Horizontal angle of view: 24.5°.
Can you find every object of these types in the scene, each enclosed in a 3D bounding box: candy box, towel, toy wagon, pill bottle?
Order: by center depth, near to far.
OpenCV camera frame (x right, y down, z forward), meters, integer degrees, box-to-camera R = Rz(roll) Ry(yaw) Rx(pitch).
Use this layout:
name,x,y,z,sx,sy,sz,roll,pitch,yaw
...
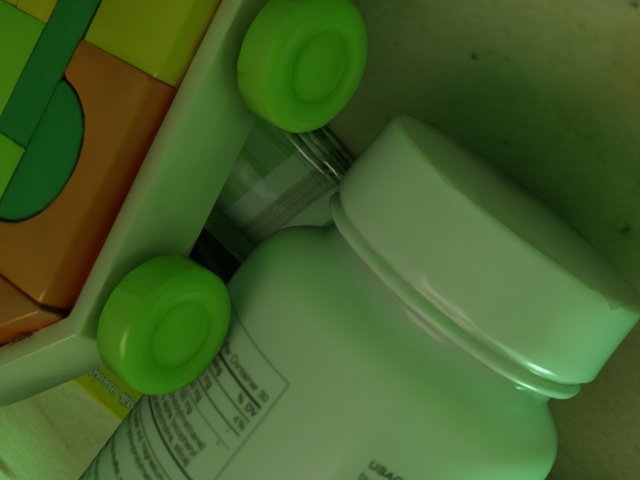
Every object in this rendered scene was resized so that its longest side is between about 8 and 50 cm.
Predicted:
name,x,y,z,sx,sy,sz,roll,pitch,yaw
toy wagon,-0.137,-0.033,0.646,0.267,0.344,0.068,31,-175,39
pill bottle,0.001,0.095,0.650,0.160,0.160,0.283,40,104,7
towel,0.000,0.000,0.778,0.152,0.023,0.113,47,144,-3
candy box,-0.094,0.106,0.885,0.105,0.027,0.206,36,173,32

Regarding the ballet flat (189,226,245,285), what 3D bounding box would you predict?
name,x,y,z,sx,sy,sz,roll,pitch,yaw
ballet flat,-0.104,0.005,0.817,0.095,0.096,0.280,-39,100,25
